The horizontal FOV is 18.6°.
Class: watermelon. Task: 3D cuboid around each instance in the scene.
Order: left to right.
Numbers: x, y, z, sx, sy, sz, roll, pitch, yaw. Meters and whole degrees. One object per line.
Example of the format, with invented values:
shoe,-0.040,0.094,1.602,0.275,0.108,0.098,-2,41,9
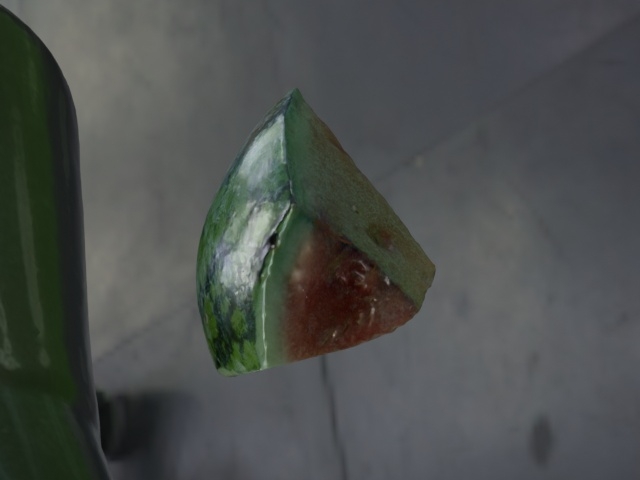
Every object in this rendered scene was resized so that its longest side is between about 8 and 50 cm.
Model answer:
watermelon,-0.005,0.000,0.616,0.084,0.072,0.092,2,84,57

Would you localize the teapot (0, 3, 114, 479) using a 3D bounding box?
teapot,-0.244,0.079,0.826,0.362,0.376,0.305,63,148,31
